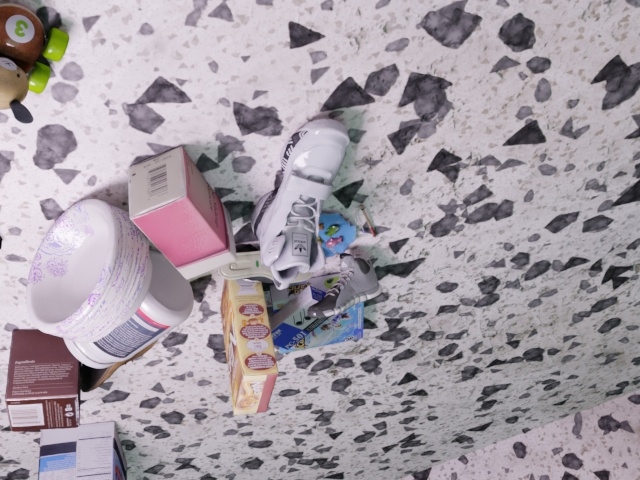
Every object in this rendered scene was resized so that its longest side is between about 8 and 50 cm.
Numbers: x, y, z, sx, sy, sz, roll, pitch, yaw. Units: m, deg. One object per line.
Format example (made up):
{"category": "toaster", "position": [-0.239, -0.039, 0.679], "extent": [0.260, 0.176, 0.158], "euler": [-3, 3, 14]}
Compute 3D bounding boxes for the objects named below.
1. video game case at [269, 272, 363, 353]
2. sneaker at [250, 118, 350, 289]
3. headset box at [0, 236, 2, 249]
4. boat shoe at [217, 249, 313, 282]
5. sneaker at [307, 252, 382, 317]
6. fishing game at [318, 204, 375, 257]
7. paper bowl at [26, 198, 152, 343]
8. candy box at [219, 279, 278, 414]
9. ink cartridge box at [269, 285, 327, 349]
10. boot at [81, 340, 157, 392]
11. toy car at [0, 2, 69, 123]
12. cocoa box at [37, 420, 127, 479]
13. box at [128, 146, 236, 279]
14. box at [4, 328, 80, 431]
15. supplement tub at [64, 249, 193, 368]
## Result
{"category": "video game case", "position": [-0.006, 0.200, 1.888], "extent": [0.244, 0.061, 0.270], "euler": [-9, 141, -4]}
{"category": "sneaker", "position": [-0.031, -0.065, 1.441], "extent": [0.137, 0.210, 0.366], "euler": [10, 135, -27]}
{"category": "headset box", "position": [-0.727, -0.001, 1.459], "extent": [0.083, 0.032, 0.062], "euler": [-14, 141, -2]}
{"category": "boat shoe", "position": [-0.133, 0.060, 1.665], "extent": [0.232, 0.084, 0.079], "euler": [2, 176, -12]}
{"category": "sneaker", "position": [0.047, 0.102, 1.699], "extent": [0.228, 0.132, 0.086], "euler": [-19, -170, -38]}
{"category": "fishing game", "position": [0.000, 0.000, 1.666], "extent": [0.263, 0.041, 0.189], "euler": [-19, 143, 6]}
{"category": "paper bowl", "position": [-0.459, 0.070, 1.421], "extent": [0.284, 0.284, 0.148], "euler": [-33, 141, 23]}
{"category": "candy box", "position": [-0.179, 0.235, 1.676], "extent": [0.087, 0.317, 0.183], "euler": [-1, 139, -16]}
{"category": "ink cartridge box", "position": [-0.057, 0.202, 1.789], "extent": [0.097, 0.046, 0.207], "euler": [26, 127, -35]}
{"category": "boot", "position": [-0.540, 0.315, 1.844], "extent": [0.115, 0.112, 0.305], "euler": [14, 132, -45]}
{"category": "toy car", "position": [-0.496, -0.265, 1.082], "extent": [0.155, 0.189, 0.149], "euler": [20, 131, -35]}
{"category": "cocoa box", "position": [-0.756, 0.771, 2.224], "extent": [0.231, 0.228, 0.347], "euler": [-4, 140, -11]}
{"category": "box", "position": [-0.283, -0.053, 1.432], "extent": [0.126, 0.149, 0.232], "euler": [-21, 141, 8]}
{"category": "box", "position": [-0.697, 0.352, 1.756], "extent": [0.166, 0.203, 0.169], "euler": [0, 139, -17]}
{"category": "supplement tub", "position": [-0.448, 0.163, 1.610], "extent": [0.272, 0.191, 0.191], "euler": [-34, 137, 23]}
